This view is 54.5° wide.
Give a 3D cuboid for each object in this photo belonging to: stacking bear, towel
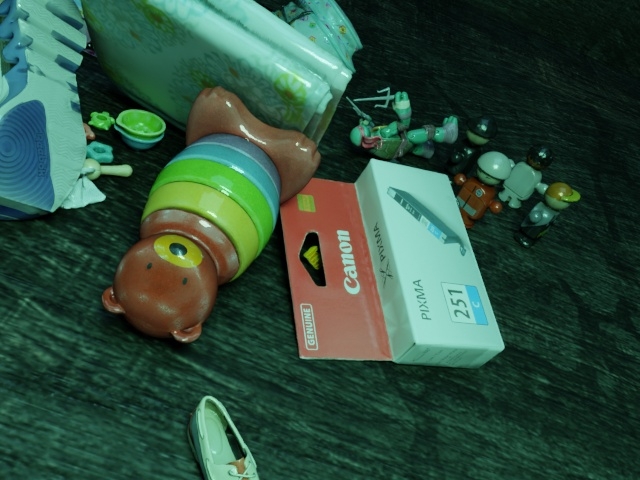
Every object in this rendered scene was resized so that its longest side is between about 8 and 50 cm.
[{"bbox_3d":[-0.137,-0.015,0.720,0.175,0.164,0.289,29,46,-7],"label":"stacking bear"},{"bbox_3d":[-0.153,-0.235,0.841,0.374,0.320,0.090,31,71,-3],"label":"towel"}]

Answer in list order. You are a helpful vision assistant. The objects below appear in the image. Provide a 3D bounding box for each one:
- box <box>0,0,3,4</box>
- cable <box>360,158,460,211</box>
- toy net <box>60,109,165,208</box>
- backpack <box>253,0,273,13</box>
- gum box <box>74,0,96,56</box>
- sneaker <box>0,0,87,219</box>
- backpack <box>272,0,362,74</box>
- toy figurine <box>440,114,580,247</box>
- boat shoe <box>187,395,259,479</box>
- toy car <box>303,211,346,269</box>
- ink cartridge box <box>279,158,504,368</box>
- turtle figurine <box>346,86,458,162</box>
[{"bbox_3d":[-0.628,-0.444,0.994,0.148,0.121,0.311,40,38,20],"label":"box"},{"bbox_3d":[0.155,-0.072,1.057,0.150,0.047,0.184,-18,54,-44],"label":"cable"},{"bbox_3d":[-0.310,-0.125,0.847,0.122,0.045,0.232,25,36,-1],"label":"toy net"},{"bbox_3d":[-0.175,-0.418,1.230,0.152,0.115,0.182,6,24,-2],"label":"backpack"},{"bbox_3d":[-0.410,-0.387,1.103,0.188,0.062,0.107,24,36,-1],"label":"gum box"},{"bbox_3d":[-0.399,-0.163,0.777,0.127,0.182,0.315,31,51,-54],"label":"sneaker"},{"bbox_3d":[0.003,-0.413,1.298,0.166,0.144,0.188,46,21,-50],"label":"backpack"},{"bbox_3d":[0.339,-0.112,1.129,0.209,0.148,0.213,18,36,-9],"label":"toy figurine"},{"bbox_3d":[-0.082,0.207,0.567,0.049,0.043,0.137,-6,47,-39],"label":"boat shoe"},{"bbox_3d":[0.000,0.000,0.899,0.122,0.060,0.040,-54,125,-38],"label":"toy car"},{"bbox_3d":[0.085,0.019,0.833,0.261,0.066,0.296,7,52,-24],"label":"ink cartridge box"},{"bbox_3d":[0.131,-0.204,1.158,0.234,0.118,0.175,4,0,-29],"label":"turtle figurine"}]
